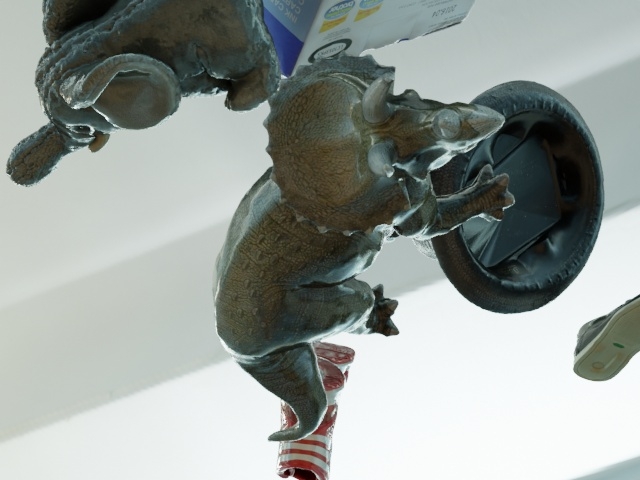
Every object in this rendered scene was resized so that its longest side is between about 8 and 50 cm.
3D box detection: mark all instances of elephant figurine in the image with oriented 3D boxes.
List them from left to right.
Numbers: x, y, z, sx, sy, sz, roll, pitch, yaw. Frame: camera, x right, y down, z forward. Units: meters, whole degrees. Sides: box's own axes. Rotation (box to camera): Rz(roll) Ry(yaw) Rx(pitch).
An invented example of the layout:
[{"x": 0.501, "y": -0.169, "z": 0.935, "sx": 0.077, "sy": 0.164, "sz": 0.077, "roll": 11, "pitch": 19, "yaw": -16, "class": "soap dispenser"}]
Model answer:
[{"x": -0.165, "y": -0.148, "z": 0.935, "sx": 0.239, "sy": 0.169, "sz": 0.186, "roll": -21, "pitch": -68, "yaw": -14, "class": "elephant figurine"}]

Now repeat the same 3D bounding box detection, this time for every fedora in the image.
[{"x": 0.230, "y": -0.058, "z": 1.515, "sx": 0.152, "sy": 0.334, "sz": 0.334, "roll": 1, "pitch": -46, "yaw": 52, "class": "fedora"}]

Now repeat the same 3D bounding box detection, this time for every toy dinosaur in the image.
[{"x": 0.000, "y": 0.000, "z": 0.626, "sx": 0.160, "sy": 0.121, "sz": 0.313, "roll": -6, "pitch": -35, "yaw": -40, "class": "toy dinosaur"}]

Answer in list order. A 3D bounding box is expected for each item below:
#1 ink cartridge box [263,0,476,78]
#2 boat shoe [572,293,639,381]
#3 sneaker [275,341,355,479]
[{"x": 0.063, "y": -0.322, "z": 1.070, "sx": 0.270, "sy": 0.151, "sz": 0.395, "roll": -24, "pitch": -27, "yaw": -36, "class": "ink cartridge box"}, {"x": 0.425, "y": 0.107, "z": 1.528, "sx": 0.084, "sy": 0.079, "sz": 0.233, "roll": 28, "pitch": -42, "yaw": -11, "class": "boat shoe"}, {"x": -0.017, "y": 0.177, "z": 1.159, "sx": 0.087, "sy": 0.221, "sz": 0.128, "roll": 12, "pitch": -83, "yaw": 6, "class": "sneaker"}]
